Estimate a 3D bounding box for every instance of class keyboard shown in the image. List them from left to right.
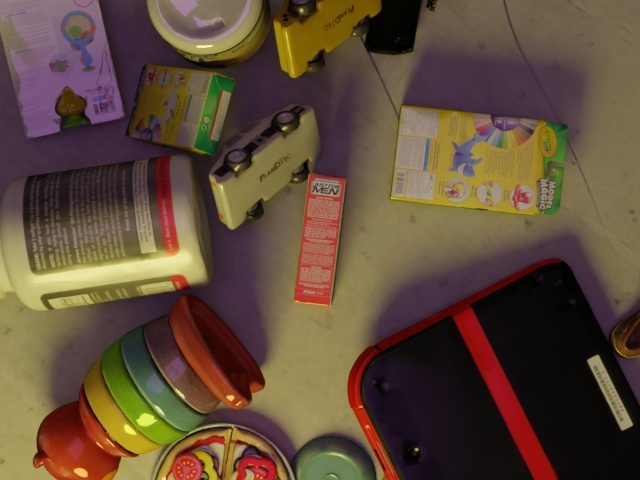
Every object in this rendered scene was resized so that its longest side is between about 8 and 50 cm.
[{"bbox_3d":[0.122,-0.340,1.908,0.100,0.038,0.192,10,91,26],"label":"keyboard"}]

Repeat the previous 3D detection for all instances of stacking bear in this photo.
[{"bbox_3d":[-0.241,0.214,1.849,0.289,0.175,0.164,-36,90,9],"label":"stacking bear"}]

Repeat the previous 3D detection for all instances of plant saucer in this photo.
[{"bbox_3d":[0.015,0.321,1.897,0.119,0.021,0.119,0,89,2],"label":"plant saucer"}]

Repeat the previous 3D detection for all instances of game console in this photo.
[{"bbox_3d":[0.252,0.261,1.867,0.342,0.060,0.386,-26,89,-9],"label":"game console"}]

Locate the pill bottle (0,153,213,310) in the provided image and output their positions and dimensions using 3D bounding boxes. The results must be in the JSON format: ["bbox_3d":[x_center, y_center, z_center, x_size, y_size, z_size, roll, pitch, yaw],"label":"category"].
[{"bbox_3d":[-0.307,-0.005,1.840,0.318,0.176,0.176,-8,88,2],"label":"pill bottle"}]

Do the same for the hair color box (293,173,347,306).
[{"bbox_3d":[0.000,0.000,1.869,0.053,0.093,0.167,8,89,2],"label":"hair color box"}]

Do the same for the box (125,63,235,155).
[{"bbox_3d":[-0.189,-0.172,1.866,0.043,0.179,0.105,15,90,-42],"label":"box"}]

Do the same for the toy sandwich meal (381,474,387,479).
[{"bbox_3d":[0.115,0.335,1.890,0.085,0.029,0.085,0,86,0],"label":"toy sandwich meal"}]

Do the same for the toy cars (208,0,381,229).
[{"bbox_3d":[-0.047,-0.201,1.852,0.087,0.176,0.393,24,92,34],"label":"toy cars"}]

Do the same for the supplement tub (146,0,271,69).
[{"bbox_3d":[-0.138,-0.297,1.827,0.144,0.199,0.144,0,88,3],"label":"supplement tub"}]

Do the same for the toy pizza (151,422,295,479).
[{"bbox_3d":[-0.130,0.343,1.889,0.201,0.032,0.201,0,90,7],"label":"toy pizza"}]

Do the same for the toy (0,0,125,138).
[{"bbox_3d":[-0.352,-0.265,1.908,0.137,0.056,0.237,-12,93,-2],"label":"toy"}]

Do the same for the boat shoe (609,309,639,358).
[{"bbox_3d":[0.459,0.094,1.864,0.178,0.060,0.064,-37,88,1],"label":"boat shoe"}]

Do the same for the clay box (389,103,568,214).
[{"bbox_3d":[0.208,-0.104,1.882,0.222,0.053,0.127,7,89,1],"label":"clay box"}]
